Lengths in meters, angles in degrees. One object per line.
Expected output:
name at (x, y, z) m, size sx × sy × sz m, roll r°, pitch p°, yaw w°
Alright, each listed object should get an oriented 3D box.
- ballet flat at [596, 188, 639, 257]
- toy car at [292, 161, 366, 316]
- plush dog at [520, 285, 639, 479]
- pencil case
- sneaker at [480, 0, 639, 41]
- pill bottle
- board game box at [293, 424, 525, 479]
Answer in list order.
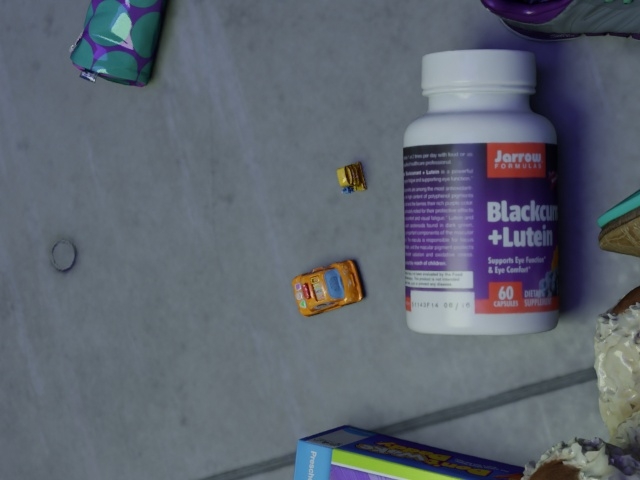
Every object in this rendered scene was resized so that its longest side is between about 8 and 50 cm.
ballet flat at (0.335, -0.059, 0.893) m, size 0.342 × 0.116 × 0.124 m, roll -38°, pitch 84°, yaw 20°
toy car at (0.000, 0.000, 1.107) m, size 0.060 × 0.040 × 0.122 m, roll 1°, pitch 92°, yaw 29°
plush dog at (0.276, 0.154, 0.883) m, size 0.225 × 0.262 × 0.210 m, roll -7°, pitch 121°, yaw 38°
pencil case at (-0.159, -0.203, 1.175) m, size 0.070 × 0.064 × 0.151 m, roll 15°, pitch 99°, yaw 2°
sneaker at (0.209, -0.168, 0.956) m, size 0.224 × 0.098 × 0.083 m, roll -4°, pitch 89°, yaw 29°
pill bottle at (0.112, -0.033, 1.007) m, size 0.108 × 0.108 × 0.193 m, roll -1°, pitch 91°, yaw 29°
board game box at (0.082, 0.331, 1.050) m, size 0.233 × 0.078 × 0.347 m, roll 9°, pitch 95°, yaw 28°
